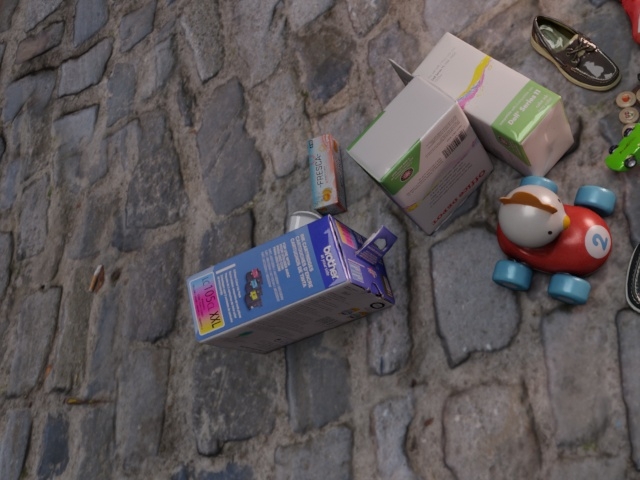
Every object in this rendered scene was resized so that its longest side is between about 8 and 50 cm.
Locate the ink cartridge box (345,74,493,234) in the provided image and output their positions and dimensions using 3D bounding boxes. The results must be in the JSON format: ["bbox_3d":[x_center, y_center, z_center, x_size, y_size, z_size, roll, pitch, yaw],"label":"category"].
[{"bbox_3d":[0.206,-0.160,1.356,0.201,0.278,0.117,-46,56,4],"label":"ink cartridge box"}]

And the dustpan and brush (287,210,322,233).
[{"bbox_3d":[0.000,0.000,1.524,0.211,0.060,0.147,1,72,27],"label":"dustpan and brush"}]

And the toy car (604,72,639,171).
[{"bbox_3d":[0.625,-0.215,1.265,0.225,0.053,0.239,-53,29,18],"label":"toy car"}]

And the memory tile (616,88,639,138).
[{"bbox_3d":[0.641,-0.234,1.323,0.113,0.012,0.147,-9,68,23],"label":"memory tile"}]

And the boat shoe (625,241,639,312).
[{"bbox_3d":[0.627,-0.013,1.202,0.114,0.091,0.302,23,83,31],"label":"boat shoe"}]

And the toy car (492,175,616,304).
[{"bbox_3d":[0.407,-0.028,1.230,0.210,0.238,0.219,14,79,30],"label":"toy car"}]

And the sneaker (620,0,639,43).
[{"bbox_3d":[0.630,-0.495,1.402,0.128,0.087,0.221,1,72,45],"label":"sneaker"}]

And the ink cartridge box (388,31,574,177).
[{"bbox_3d":[0.322,-0.285,1.384,0.119,0.207,0.353,-50,59,4],"label":"ink cartridge box"}]

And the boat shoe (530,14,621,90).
[{"bbox_3d":[0.516,-0.390,1.405,0.080,0.073,0.223,-44,59,6],"label":"boat shoe"}]

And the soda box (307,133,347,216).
[{"bbox_3d":[0.015,-0.150,1.573,0.063,0.058,0.183,-14,65,21],"label":"soda box"}]

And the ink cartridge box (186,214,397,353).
[{"bbox_3d":[-0.027,0.092,1.381,0.396,0.270,0.151,-22,69,18],"label":"ink cartridge box"}]
